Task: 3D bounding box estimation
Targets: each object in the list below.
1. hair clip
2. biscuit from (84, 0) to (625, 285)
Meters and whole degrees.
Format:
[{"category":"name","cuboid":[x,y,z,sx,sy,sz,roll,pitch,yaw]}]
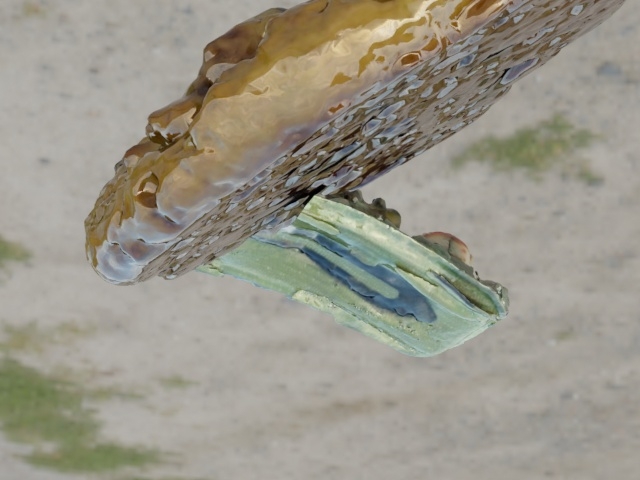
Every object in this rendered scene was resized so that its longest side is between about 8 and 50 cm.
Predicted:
[{"category":"hair clip","cuboid":[-0.001,-0.002,1.239,0.321,0.091,0.138,23,144,-24]},{"category":"biscuit","cuboid":[0.015,-0.077,0.723,0.289,0.081,0.334,-32,177,0]}]
